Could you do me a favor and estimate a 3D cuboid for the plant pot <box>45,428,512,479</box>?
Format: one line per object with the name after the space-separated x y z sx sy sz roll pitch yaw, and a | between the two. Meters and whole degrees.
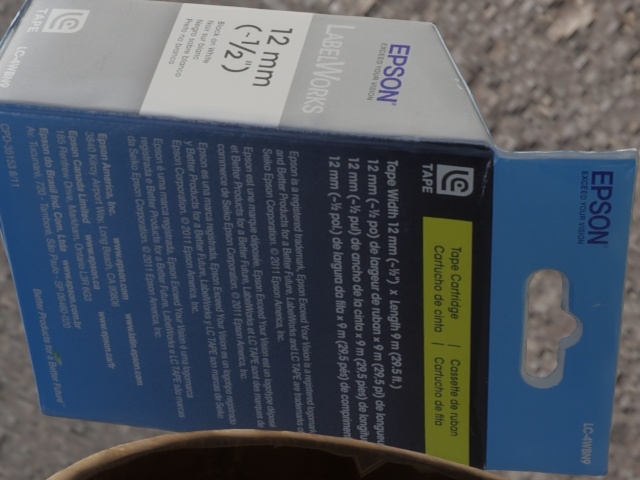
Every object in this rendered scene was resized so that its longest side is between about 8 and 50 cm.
0.002 0.188 0.328 0.215 0.215 0.230 43 116 45 | plant pot

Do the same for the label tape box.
0.000 0.000 1.082 0.347 0.249 0.115 5 43 9 | label tape box
